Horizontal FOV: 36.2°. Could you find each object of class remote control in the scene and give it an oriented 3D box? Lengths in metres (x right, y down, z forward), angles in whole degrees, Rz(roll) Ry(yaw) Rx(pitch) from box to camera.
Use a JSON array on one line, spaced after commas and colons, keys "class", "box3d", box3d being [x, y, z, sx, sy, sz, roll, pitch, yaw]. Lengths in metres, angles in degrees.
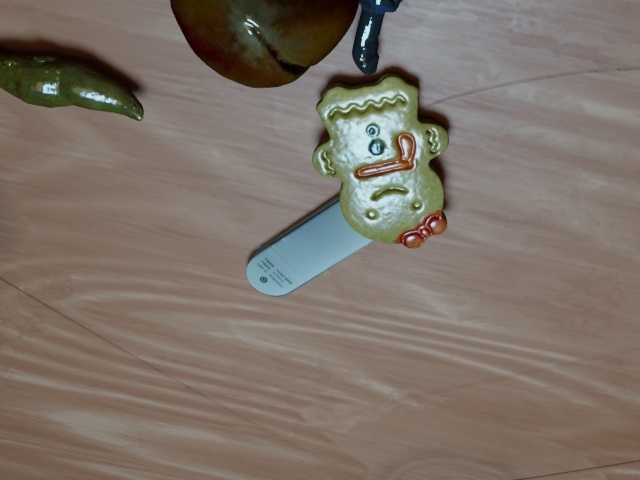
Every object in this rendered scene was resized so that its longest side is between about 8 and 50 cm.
[{"class": "remote control", "box3d": [0.000, 0.000, 1.278, 0.245, 0.022, 0.077, -33, 111, 29]}]

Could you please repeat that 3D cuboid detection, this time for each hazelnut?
[{"class": "hazelnut", "box3d": [-0.062, -0.246, 0.999, 0.208, 0.208, 0.208, 5, 126, 7]}]

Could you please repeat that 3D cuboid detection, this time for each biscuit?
[{"class": "biscuit", "box3d": [0.075, -0.087, 1.175, 0.166, 0.036, 0.225, -9, 116, 9]}]

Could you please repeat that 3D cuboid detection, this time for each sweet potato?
[{"class": "sweet potato", "box3d": [-0.340, -0.196, 1.174, 0.273, 0.067, 0.067, 17, 126, 0]}]

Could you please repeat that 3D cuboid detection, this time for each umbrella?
[{"class": "umbrella", "box3d": [0.064, -0.288, 1.032, 0.071, 0.071, 0.248, 16, 128, -2]}]
